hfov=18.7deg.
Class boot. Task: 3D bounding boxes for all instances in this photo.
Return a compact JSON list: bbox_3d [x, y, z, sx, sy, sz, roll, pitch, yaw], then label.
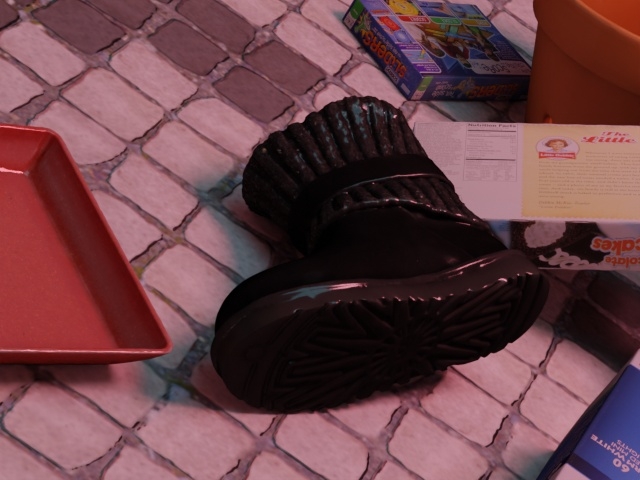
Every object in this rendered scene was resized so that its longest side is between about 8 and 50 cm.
[{"bbox_3d":[-0.001,0.003,1.639,0.348,0.131,0.260,-7,46,-42],"label":"boot"}]

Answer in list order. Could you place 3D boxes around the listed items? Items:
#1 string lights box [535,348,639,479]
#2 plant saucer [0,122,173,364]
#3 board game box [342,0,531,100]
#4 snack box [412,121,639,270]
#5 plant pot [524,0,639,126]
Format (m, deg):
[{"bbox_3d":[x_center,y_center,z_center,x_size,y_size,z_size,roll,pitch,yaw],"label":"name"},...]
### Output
[{"bbox_3d":[0.215,0.202,1.554,0.077,0.133,0.260,38,32,6],"label":"string lights box"},{"bbox_3d":[-0.272,0.006,1.472,0.258,0.047,0.259,3,41,-40],"label":"plant saucer"},{"bbox_3d":[0.137,-0.212,2.155,0.201,0.035,0.136,-3,46,-44],"label":"board game box"},{"bbox_3d":[0.244,-0.044,1.853,0.322,0.060,0.187,1,33,6],"label":"snack box"},{"bbox_3d":[0.346,-0.176,2.102,0.291,0.203,0.291,15,32,-9],"label":"plant pot"}]
